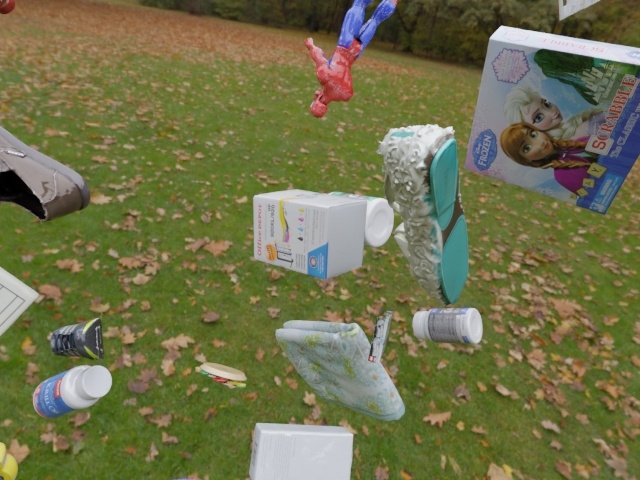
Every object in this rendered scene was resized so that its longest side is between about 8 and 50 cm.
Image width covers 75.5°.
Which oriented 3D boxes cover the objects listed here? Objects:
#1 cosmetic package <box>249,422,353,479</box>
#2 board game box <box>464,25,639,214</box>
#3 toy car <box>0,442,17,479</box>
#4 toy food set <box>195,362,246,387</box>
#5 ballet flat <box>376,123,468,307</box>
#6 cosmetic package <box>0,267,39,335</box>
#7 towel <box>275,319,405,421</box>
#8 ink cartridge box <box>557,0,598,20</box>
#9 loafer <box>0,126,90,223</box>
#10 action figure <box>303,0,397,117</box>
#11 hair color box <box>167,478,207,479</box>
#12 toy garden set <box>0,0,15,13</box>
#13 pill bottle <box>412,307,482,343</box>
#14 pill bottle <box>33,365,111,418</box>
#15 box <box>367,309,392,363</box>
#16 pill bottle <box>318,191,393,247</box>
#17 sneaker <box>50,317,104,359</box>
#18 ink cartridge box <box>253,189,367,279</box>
[{"bbox_3d":[-0.045,0.510,0.991,0.230,0.118,0.085,11,-13,-16],"label":"cosmetic package"},{"bbox_3d":[0.477,-0.237,0.843,0.317,0.319,0.066,26,56,28],"label":"board game box"},{"bbox_3d":[-0.631,0.323,0.664,0.224,0.053,0.239,33,-7,21],"label":"toy car"},{"bbox_3d":[-0.163,0.223,0.689,0.083,0.020,0.082,24,-14,-28],"label":"toy food set"},{"bbox_3d":[0.193,-0.041,0.762,0.146,0.409,0.147,-11,44,11],"label":"ballet flat"},{"bbox_3d":[-0.459,0.014,0.385,0.129,0.296,0.153,2,48,44],"label":"cosmetic package"},{"bbox_3d":[0.049,0.393,1.282,0.374,0.321,0.090,-10,28,49],"label":"towel"},{"bbox_3d":[0.376,-0.367,0.583,0.115,0.063,0.029,-28,34,1],"label":"ink cartridge box"},{"bbox_3d":[-0.696,-0.156,0.889,0.365,0.134,0.130,24,37,-3],"label":"loafer"},{"bbox_3d":[0.034,-0.343,0.715,0.091,0.281,0.139,25,1,-42],"label":"action figure"},{"bbox_3d":[-0.314,0.613,0.868,0.109,0.339,0.186,2,63,6],"label":"hair color box"},{"bbox_3d":[-0.456,-0.430,0.493,0.049,0.245,0.204,-3,-14,4],"label":"toy garden set"},{"bbox_3d":[0.283,0.192,0.931,0.137,0.078,0.078,-10,11,41],"label":"pill bottle"},{"bbox_3d":[-0.734,0.445,1.232,0.221,0.124,0.124,-25,18,23],"label":"pill bottle"},{"bbox_3d":[0.134,0.209,0.918,0.027,0.094,0.137,12,0,14],"label":"box"},{"bbox_3d":[0.115,-0.100,1.779,0.360,0.205,0.204,14,24,42],"label":"pill bottle"},{"bbox_3d":[-0.651,0.273,1.105,0.121,0.111,0.299,-5,-10,-31],"label":"sneaker"},{"bbox_3d":[-0.029,-0.025,1.027,0.232,0.172,0.168,12,17,36],"label":"ink cartridge box"}]
